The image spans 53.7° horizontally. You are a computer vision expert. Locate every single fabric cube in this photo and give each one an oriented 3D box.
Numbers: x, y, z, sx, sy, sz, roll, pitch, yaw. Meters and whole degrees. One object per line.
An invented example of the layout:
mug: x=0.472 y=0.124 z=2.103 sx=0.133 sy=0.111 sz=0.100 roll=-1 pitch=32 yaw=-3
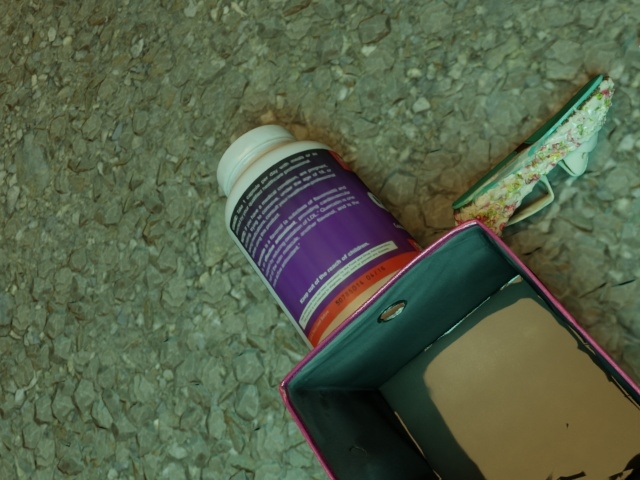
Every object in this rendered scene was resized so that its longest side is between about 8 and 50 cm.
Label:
fabric cube: x=0.168 y=0.172 z=0.628 sx=0.254 sy=0.258 sz=0.259 roll=-43 pitch=63 yaw=13

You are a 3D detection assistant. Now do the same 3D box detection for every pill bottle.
pill bottle: x=0.000 y=0.000 z=0.801 sx=0.181 sy=0.181 sz=0.323 roll=-44 pitch=62 yaw=12

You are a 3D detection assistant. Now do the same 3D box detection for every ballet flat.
ballet flat: x=0.263 y=-0.088 z=0.755 sx=0.077 sy=0.091 sz=0.241 roll=46 pitch=106 yaw=-2

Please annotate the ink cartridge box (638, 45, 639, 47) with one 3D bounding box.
ink cartridge box: x=0.426 y=-0.259 z=0.730 sx=0.063 sy=0.029 sz=0.115 roll=31 pitch=94 yaw=29
